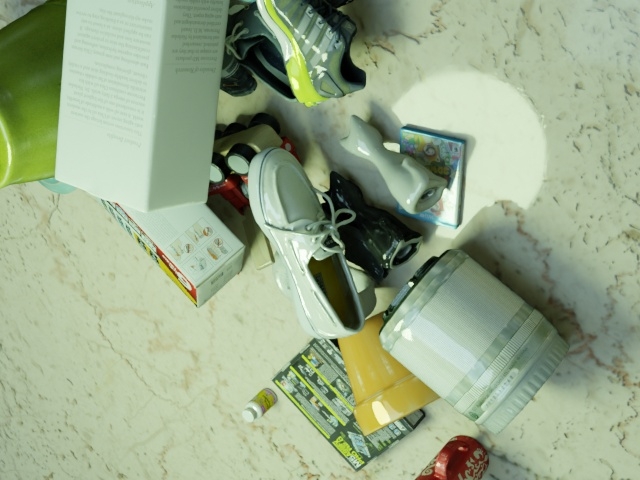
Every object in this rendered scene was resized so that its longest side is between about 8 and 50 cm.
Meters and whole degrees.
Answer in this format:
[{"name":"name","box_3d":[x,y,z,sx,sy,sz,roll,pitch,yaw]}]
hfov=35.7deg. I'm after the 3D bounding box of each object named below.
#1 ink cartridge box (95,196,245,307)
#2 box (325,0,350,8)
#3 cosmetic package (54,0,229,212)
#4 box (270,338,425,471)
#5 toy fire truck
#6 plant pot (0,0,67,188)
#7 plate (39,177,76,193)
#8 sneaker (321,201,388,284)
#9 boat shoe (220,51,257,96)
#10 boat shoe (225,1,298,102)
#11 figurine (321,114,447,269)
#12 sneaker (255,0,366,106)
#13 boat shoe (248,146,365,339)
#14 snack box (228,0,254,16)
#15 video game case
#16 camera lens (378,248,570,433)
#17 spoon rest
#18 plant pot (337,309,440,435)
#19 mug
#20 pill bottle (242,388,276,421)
[{"name":"ink cartridge box","box_3d":[-0.300,-0.026,1.965,0.309,0.130,0.272,46,166,7]},{"name":"box","box_3d":[0.074,-0.577,1.486,0.395,0.097,0.318,-26,97,44]},{"name":"cosmetic package","box_3d":[-0.296,-0.297,1.663,0.230,0.161,0.453,19,109,32]},{"name":"box","box_3d":[0.052,0.321,2.039,0.270,0.060,0.216,46,133,5]},{"name":"toy fire truck","box_3d":[-0.124,-0.087,1.894,0.217,0.158,0.246,-12,127,45]},{"name":"plant pot","box_3d":[-0.561,-0.266,1.944,0.367,0.353,0.366,17,125,27]},{"name":"plate","box_3d":[-0.618,-0.188,2.251,0.188,0.024,0.188,16,123,27]},{"name":"sneaker","box_3d":[0.059,0.003,1.858,0.170,0.051,0.089,29,124,15]},{"name":"boat shoe","box_3d":[-0.197,-0.312,1.854,0.183,0.065,0.083,23,163,47]},{"name":"boat shoe","box_3d":[-0.113,-0.357,1.741,0.319,0.099,0.116,43,135,11]},{"name":"figurine","box_3d":[0.098,-0.091,1.743,0.209,0.092,0.215,42,135,25]},{"name":"sneaker","box_3d":[-0.010,-0.349,1.567,0.121,0.111,0.300,-3,135,25]},{"name":"boat shoe","box_3d":[-0.006,0.004,1.745,0.156,0.136,0.367,-7,103,52]},{"name":"snack box","box_3d":[-0.197,-0.472,1.709,0.322,0.060,0.187,-20,79,37]},{"name":"video game case","box_3d":[0.190,-0.108,1.725,0.119,0.015,0.166,17,124,27]},{"name":"camera lens","box_3d":[0.254,0.166,1.697,0.274,0.219,0.219,40,131,11]},{"name":"spoon rest","box_3d":[0.008,0.082,1.935,0.276,0.084,0.137,17,124,43]},{"name":"plant pot","box_3d":[0.131,0.236,1.858,0.205,0.205,0.188,-38,74,42]},{"name":"mug","box_3d":[0.256,0.447,1.891,0.113,0.169,0.150,42,131,9]},{"name":"pill bottle","box_3d":[-0.135,0.363,2.179,0.043,0.083,0.043,17,124,27]}]
